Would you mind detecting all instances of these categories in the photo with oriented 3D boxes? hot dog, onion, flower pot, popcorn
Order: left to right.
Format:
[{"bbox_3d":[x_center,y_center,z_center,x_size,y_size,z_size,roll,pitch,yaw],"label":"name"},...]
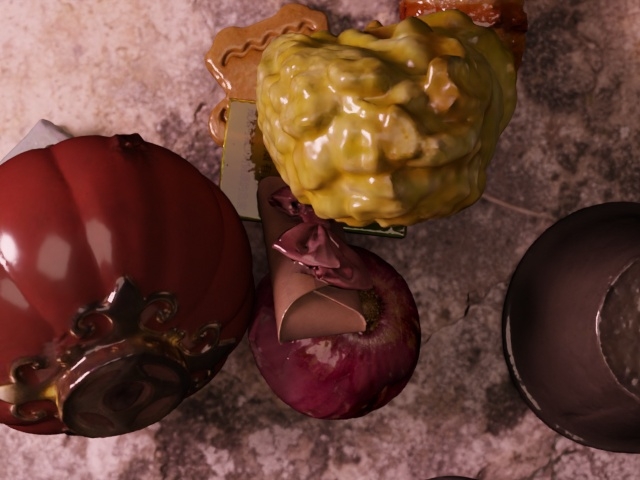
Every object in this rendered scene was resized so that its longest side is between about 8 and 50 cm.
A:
[{"bbox_3d":[0.015,0.088,1.083,0.177,0.153,0.177,0,88,-10],"label":"onion"},{"bbox_3d":[0.050,-0.118,0.993,0.225,0.286,0.173,11,117,15],"label":"popcorn"},{"bbox_3d":[0.148,-0.253,1.127,0.146,0.103,0.213,-4,89,-5],"label":"hot dog"},{"bbox_3d":[0.323,0.086,1.086,0.269,0.166,0.268,0,86,0],"label":"flower pot"}]

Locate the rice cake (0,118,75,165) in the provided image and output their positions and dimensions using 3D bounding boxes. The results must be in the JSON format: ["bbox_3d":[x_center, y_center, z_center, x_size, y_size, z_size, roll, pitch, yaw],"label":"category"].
[{"bbox_3d":[-0.364,0.018,1.116,0.066,0.063,0.336,41,86,4],"label":"rice cake"}]

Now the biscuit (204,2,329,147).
[{"bbox_3d":[-0.020,-0.120,1.149,0.184,0.035,0.248,-20,88,-3],"label":"biscuit"}]

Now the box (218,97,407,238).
[{"bbox_3d":[-0.003,-0.072,1.114,0.193,0.030,0.121,7,87,-4],"label":"box"}]

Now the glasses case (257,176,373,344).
[{"bbox_3d":[0.000,0.000,1.008,0.103,0.070,0.193,-7,43,-4],"label":"glasses case"}]

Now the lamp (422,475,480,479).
[{"bbox_3d":[0.094,0.374,1.056,0.182,0.182,0.313,31,89,0],"label":"lamp"}]

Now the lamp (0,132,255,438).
[{"bbox_3d":[-0.209,0.045,1.007,0.303,0.303,0.257,-26,54,-3],"label":"lamp"}]
